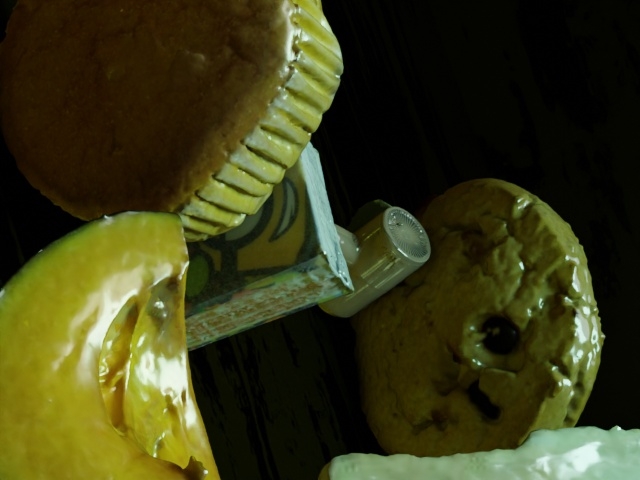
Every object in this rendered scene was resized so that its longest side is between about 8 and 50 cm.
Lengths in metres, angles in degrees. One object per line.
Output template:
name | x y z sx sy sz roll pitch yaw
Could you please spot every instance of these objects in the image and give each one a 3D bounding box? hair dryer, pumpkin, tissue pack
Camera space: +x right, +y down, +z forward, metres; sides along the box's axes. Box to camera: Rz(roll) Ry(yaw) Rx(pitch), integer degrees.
hair dryer | 0.000 0.000 1.334 0.181 0.117 0.064 27 40 -34
pumpkin | -0.109 0.126 0.714 0.130 0.149 0.254 -54 -131 52
tissue pack | -0.063 0.002 0.915 0.060 0.148 0.109 46 26 -56

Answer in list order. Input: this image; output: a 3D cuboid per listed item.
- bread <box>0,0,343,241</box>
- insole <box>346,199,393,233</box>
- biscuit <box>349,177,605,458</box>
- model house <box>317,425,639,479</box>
bread | -0.092 -0.098 0.850 0.104 0.199 0.199 19 51 -71
insole | 0.093 0.091 1.448 0.012 0.110 0.309 17 37 -47
biscuit | 0.131 0.084 1.350 0.075 0.296 0.296 14 52 -44
model house | 0.119 0.284 0.923 0.280 0.312 0.245 110 -26 -46
